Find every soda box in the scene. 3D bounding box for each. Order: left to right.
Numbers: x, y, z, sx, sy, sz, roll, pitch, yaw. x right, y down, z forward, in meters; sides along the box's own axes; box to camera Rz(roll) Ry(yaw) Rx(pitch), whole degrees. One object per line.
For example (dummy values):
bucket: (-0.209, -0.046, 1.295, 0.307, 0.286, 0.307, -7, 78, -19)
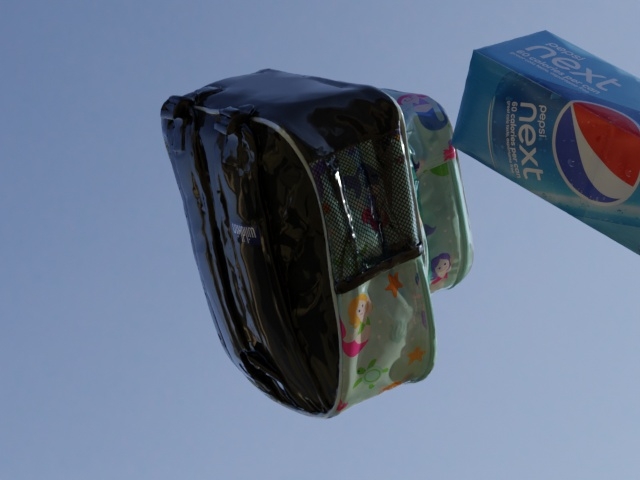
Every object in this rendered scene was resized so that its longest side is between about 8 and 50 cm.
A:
soda box: (0.178, -0.045, 1.047, 0.071, 0.210, 0.067, -18, -51, -42)

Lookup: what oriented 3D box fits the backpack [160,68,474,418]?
backpack: (0.000, 0.000, 1.399, 0.191, 0.253, 0.225, -16, 17, -29)
